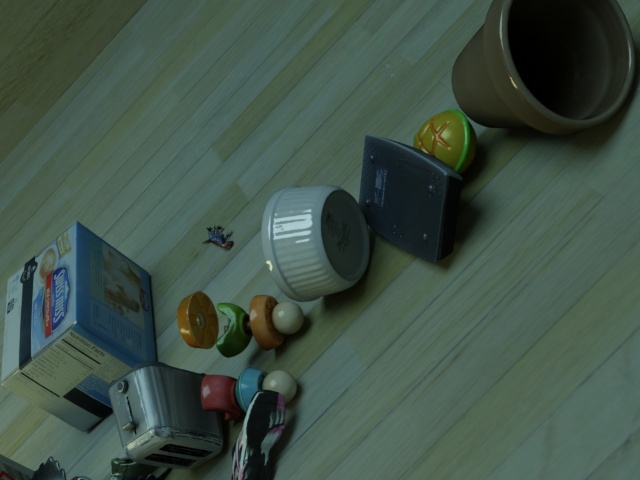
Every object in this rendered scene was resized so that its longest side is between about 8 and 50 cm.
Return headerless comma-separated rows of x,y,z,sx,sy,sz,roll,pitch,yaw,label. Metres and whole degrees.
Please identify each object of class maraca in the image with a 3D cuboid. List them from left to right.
0.206,-0.157,1.728,0.186,0.099,0.127,-28,57,60,maraca

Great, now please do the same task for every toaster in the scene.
-0.260,0.311,1.736,0.129,0.227,0.146,-33,55,26,toaster

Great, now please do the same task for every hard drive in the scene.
0.150,-0.077,1.680,0.255,0.054,0.172,35,125,56,hard drive

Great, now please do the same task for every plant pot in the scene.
0.332,-0.284,1.597,0.229,0.263,0.263,-17,44,63,plant pot

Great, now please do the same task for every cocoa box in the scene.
-0.512,0.178,2.111,0.228,0.231,0.347,-38,36,16,cocoa box

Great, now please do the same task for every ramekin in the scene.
0.000,0.000,1.726,0.109,0.207,0.207,-10,50,32,ramekin

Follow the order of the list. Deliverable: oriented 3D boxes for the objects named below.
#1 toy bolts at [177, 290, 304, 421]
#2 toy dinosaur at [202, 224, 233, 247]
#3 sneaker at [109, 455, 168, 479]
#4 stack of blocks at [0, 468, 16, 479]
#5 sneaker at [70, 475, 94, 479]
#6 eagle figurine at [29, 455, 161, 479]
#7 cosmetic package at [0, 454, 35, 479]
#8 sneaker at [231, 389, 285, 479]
-0.126,0.189,1.712,0.159,0.218,0.228,-13,66,22,toy bolts
-0.216,-0.001,2.134,0.082,0.047,0.090,-113,34,-44,toy dinosaur
-0.358,0.430,1.783,0.192,0.086,0.064,-46,27,-24,sneaker
-0.562,0.528,1.755,0.087,0.297,0.171,1,51,46,stack of blocks
-0.446,0.480,1.893,0.185,0.069,0.084,-30,44,26,sneaker
-0.387,0.533,1.631,0.225,0.226,0.298,-25,41,30,eagle figurine
-0.714,0.614,1.964,0.365,0.197,0.155,-52,34,-5,cosmetic package
-0.116,0.332,1.636,0.077,0.072,0.178,-4,68,58,sneaker
